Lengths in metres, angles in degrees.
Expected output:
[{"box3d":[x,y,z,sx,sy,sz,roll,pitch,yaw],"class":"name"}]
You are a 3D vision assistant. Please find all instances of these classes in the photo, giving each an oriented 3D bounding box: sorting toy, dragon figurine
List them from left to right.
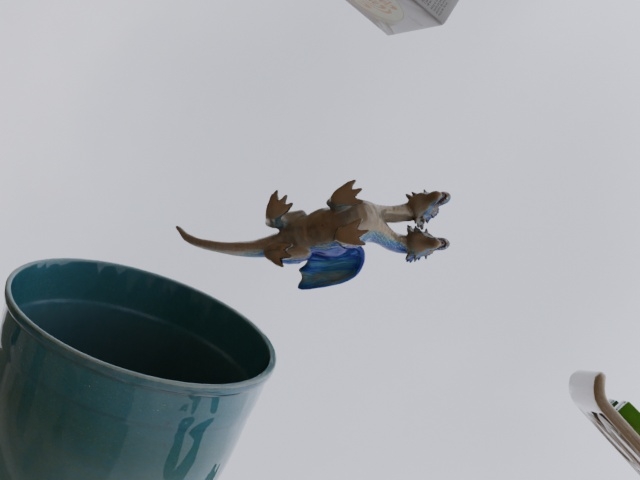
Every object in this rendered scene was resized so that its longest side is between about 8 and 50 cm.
[{"box3d":[0.000,0.000,1.941,0.289,0.144,0.085,-15,-109,12],"class":"dragon figurine"},{"box3d":[0.290,0.194,1.525,0.038,0.208,0.193,-37,176,-1],"class":"sorting toy"}]

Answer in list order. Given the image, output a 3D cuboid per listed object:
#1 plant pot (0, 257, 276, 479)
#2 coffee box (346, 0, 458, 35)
[{"box3d":[-0.210,0.189,1.760,0.271,0.271,0.255,45,-60,56],"class":"plant pot"},{"box3d":[0.038,-0.341,1.968,0.098,0.246,0.141,-58,-158,-14],"class":"coffee box"}]
